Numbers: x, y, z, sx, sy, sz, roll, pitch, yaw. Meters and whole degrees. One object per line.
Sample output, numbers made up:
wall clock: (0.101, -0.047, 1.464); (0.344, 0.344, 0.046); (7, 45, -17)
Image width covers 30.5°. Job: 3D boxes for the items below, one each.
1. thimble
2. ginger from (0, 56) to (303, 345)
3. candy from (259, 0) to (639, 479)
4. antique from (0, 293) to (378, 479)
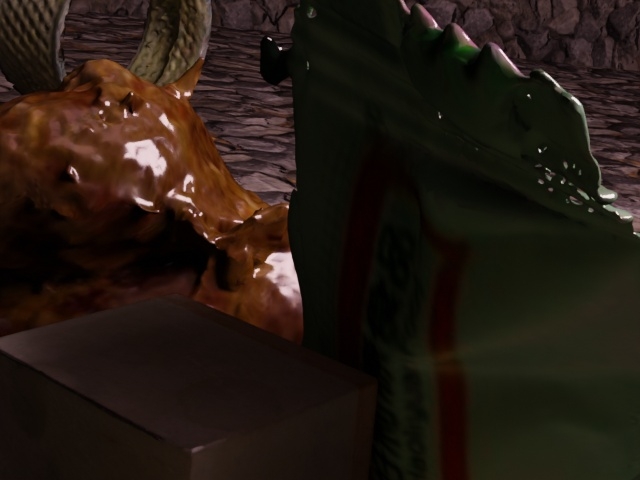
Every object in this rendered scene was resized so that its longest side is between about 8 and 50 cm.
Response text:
thimble: (-0.289, -0.286, 1.564); (0.150, 0.271, 0.270); (25, 23, 36)
ginger: (-0.057, 0.014, 0.771); (0.418, 0.254, 0.176); (8, 10, -20)
candy: (0.087, 0.044, 0.571); (0.172, 0.398, 0.263); (-35, 38, -20)
antique: (-0.065, 0.121, 0.552); (0.146, 0.152, 0.148); (20, 23, 36)
